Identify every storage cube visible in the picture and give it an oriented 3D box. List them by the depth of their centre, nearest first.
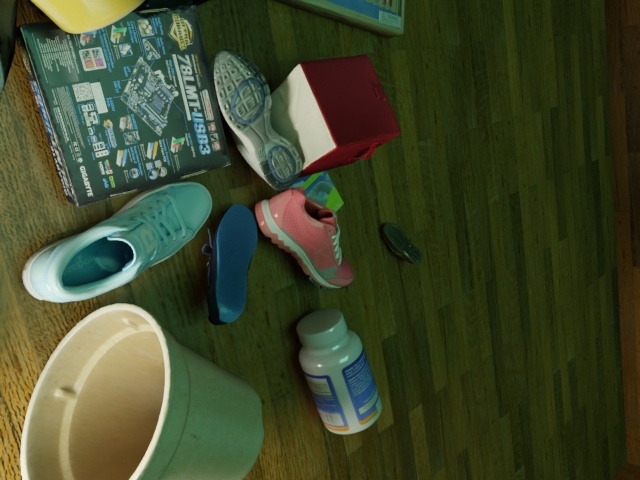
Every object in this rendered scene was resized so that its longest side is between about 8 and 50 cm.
[{"bbox_3d":[0.018,-0.260,1.213,0.193,0.184,0.214,-20,87,-38],"label":"storage cube"}]

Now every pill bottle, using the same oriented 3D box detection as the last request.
[{"bbox_3d":[0.038,0.302,1.333,0.152,0.152,0.271,-32,114,-34],"label":"pill bottle"}]

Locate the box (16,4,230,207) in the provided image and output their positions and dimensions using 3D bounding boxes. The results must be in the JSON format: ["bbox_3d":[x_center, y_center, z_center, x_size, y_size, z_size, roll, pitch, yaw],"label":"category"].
[{"bbox_3d":[-0.326,-0.238,0.989,0.294,0.073,0.295,-23,114,-32],"label":"box"}]

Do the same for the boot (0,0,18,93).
[{"bbox_3d":[-0.641,-0.214,0.693,0.445,0.146,0.366,14,89,-40],"label":"boot"}]

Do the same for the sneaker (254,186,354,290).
[{"bbox_3d":[0.000,0.000,1.259,0.314,0.136,0.115,42,27,-35],"label":"sneaker"}]

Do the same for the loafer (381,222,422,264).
[{"bbox_3d":[0.210,0.013,1.527,0.148,0.050,0.056,48,59,-15],"label":"loafer"}]

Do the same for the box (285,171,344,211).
[{"bbox_3d":[-0.026,-0.123,1.313,0.109,0.042,0.178,-48,123,-28],"label":"box"}]

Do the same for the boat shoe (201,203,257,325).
[{"bbox_3d":[-0.197,0.044,1.143,0.109,0.089,0.258,28,53,-25],"label":"boat shoe"}]

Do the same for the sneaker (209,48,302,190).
[{"bbox_3d":[-0.149,-0.234,1.137,0.111,0.129,0.297,-36,122,-22],"label":"sneaker"}]

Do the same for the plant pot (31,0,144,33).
[{"bbox_3d":[-0.357,-0.428,0.769,0.254,0.254,0.239,-55,144,-23],"label":"plant pot"}]

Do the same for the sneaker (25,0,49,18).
[{"bbox_3d":[-0.393,-0.495,0.900,0.107,0.124,0.283,19,82,-51],"label":"sneaker"}]

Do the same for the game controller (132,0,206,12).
[{"bbox_3d":[-0.263,-0.530,1.072,0.319,0.067,0.166,-41,104,-31],"label":"game controller"}]

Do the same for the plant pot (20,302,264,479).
[{"bbox_3d":[-0.272,0.315,0.984,0.305,0.334,0.333,37,70,-48],"label":"plant pot"}]

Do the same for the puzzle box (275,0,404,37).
[{"bbox_3d":[0.048,-0.656,1.326,0.409,0.052,0.271,-2,94,-41],"label":"puzzle box"}]

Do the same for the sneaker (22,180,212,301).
[{"bbox_3d":[-0.319,0.005,0.999,0.366,0.150,0.135,-38,118,-32],"label":"sneaker"}]
